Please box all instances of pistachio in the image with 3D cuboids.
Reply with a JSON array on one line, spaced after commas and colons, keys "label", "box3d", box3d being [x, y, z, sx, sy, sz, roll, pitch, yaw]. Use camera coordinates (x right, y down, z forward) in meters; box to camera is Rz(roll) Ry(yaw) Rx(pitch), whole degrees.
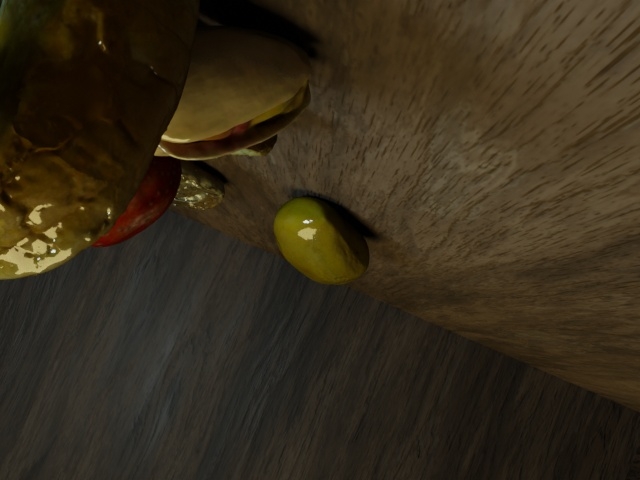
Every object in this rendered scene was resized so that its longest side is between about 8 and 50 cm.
[{"label": "pistachio", "box3d": [-0.109, -0.152, 0.736, 0.200, 0.145, 0.117, -18, 152, 0]}]

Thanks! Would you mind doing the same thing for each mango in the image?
[{"label": "mango", "box3d": [-0.006, -0.001, 1.621, 0.195, 0.142, 0.332, 15, 162, 28]}]

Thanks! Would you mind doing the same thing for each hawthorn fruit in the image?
[{"label": "hawthorn fruit", "box3d": [-0.428, -0.100, 1.400, 0.287, 0.330, 0.287, 34, 170, 7]}]

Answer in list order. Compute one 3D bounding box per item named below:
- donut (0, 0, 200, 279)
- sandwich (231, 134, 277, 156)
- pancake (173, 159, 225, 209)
[{"label": "donut", "box3d": [-0.245, -0.141, 0.622, 0.330, 0.330, 0.160, 19, 165, 32]}, {"label": "sandwich", "box3d": [-0.218, -0.192, 0.976, 0.254, 0.100, 0.288, 28, 172, -39]}, {"label": "pancake", "box3d": [-0.395, -0.170, 1.788, 0.386, 0.082, 0.387, 23, 168, 5]}]
